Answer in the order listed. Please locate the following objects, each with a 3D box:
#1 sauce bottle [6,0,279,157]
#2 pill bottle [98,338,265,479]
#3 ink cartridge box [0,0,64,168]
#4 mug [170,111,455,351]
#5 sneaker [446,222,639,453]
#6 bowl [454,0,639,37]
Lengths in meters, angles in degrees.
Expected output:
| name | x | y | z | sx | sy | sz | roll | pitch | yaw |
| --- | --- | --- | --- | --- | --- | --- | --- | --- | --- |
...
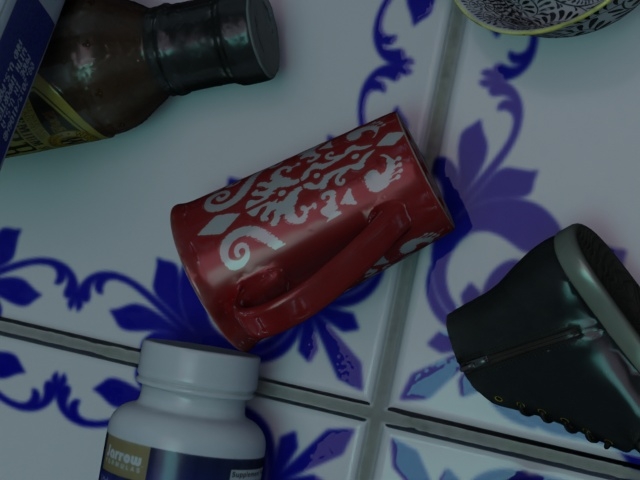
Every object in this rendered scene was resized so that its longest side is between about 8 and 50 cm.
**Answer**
| name | x | y | z | sx | sy | sz | roll | pitch | yaw |
| --- | --- | --- | --- | --- | --- | --- | --- | --- | --- |
| sauce bottle | -0.203 | -0.122 | 0.909 | 0.345 | 0.111 | 0.111 | -9 | 83 | 17 |
| pill bottle | -0.098 | 0.166 | 0.853 | 0.112 | 0.112 | 0.186 | 8 | 87 | 17 |
| ink cartridge box | -0.332 | -0.181 | 0.888 | 0.330 | 0.071 | 0.324 | 0 | 59 | 23 |
| mug | 0.003 | 0.003 | 0.836 | 0.169 | 0.113 | 0.150 | -27 | 52 | 8 |
| sneaker | 0.185 | 0.108 | 0.806 | 0.118 | 0.083 | 0.222 | -36 | 83 | 29 |
| bowl | 0.172 | -0.198 | 0.813 | 0.170 | 0.080 | 0.170 | -17 | 62 | 35 |
